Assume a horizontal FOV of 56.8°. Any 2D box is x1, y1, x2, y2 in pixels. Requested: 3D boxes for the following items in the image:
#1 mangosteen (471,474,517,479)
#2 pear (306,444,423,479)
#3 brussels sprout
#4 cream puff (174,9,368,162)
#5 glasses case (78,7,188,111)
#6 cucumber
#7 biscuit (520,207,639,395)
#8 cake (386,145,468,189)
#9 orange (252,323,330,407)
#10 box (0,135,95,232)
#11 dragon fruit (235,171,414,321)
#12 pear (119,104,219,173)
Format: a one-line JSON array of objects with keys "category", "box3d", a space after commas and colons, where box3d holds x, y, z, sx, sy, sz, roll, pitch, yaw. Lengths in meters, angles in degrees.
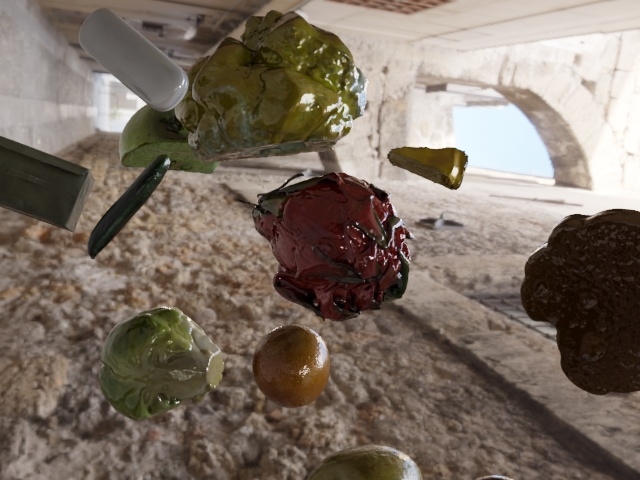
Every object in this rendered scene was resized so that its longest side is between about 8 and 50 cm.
[{"category": "mangosteen", "box3d": [0.414, 0.669, 1.364, 0.215, 0.215, 0.257, -111, -177, -49]}, {"category": "pear", "box3d": [0.085, 0.488, 1.120, 0.229, 0.211, 0.188, -22, -118, 27]}, {"category": "brussels sprout", "box3d": [-0.423, 0.310, 1.542, 0.242, 0.317, 0.273, 68, 3, -73]}, {"category": "cream puff", "box3d": [-0.099, -0.299, 1.130, 0.378, 0.379, 0.275, -171, -108, -71]}, {"category": "glasses case", "box3d": [-0.280, -0.270, 0.884, 0.076, 0.197, 0.049, -51, 169, 5]}, {"category": "cucumber", "box3d": [-0.429, -0.079, 1.312, 0.284, 0.056, 0.056, -52, -159, -2]}, {"category": "biscuit", "box3d": [0.530, 0.122, 1.056, 0.359, 0.074, 0.380, 39, -40, 34]}, {"category": "cake", "box3d": [0.258, -0.199, 1.376, 0.116, 0.185, 0.079, -54, 156, -15]}, {"category": "orange", "box3d": [-0.069, 0.303, 1.428, 0.206, 0.206, 0.205, -178, -90, -72]}, {"category": "box", "box3d": [-0.679, -0.132, 1.402, 0.155, 0.232, 0.148, 166, -57, -73]}, {"category": "dragon fruit", "box3d": [0.000, 0.000, 0.913, 0.234, 0.293, 0.233, 17, 90, -82]}, {"category": "pear", "box3d": [-0.373, -0.298, 1.556, 0.282, 0.287, 0.176, 156, -66, -66]}]
